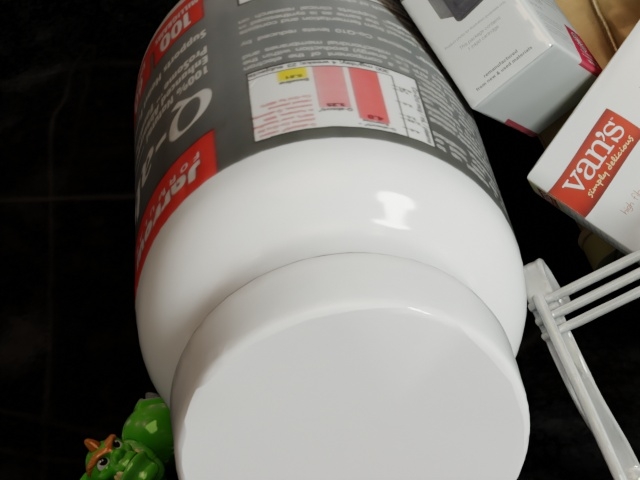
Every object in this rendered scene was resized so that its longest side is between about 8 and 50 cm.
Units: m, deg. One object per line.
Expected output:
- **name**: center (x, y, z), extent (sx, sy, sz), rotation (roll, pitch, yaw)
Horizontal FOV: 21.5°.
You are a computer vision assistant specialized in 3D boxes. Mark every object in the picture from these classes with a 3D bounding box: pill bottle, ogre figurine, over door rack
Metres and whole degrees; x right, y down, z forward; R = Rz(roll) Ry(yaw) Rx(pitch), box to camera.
- **pill bottle**: center (0.000, 0.000, 0.947), extent (0.210, 0.210, 0.363), rotation (-14, 33, 2)
- **ogre figurine**: center (-0.089, 0.163, 0.949), extent (0.118, 0.097, 0.197), rotation (28, 74, 14)
- **over door rack**: center (0.264, 0.108, 0.859), extent (0.239, 0.108, 0.324), rotation (-28, 58, 14)

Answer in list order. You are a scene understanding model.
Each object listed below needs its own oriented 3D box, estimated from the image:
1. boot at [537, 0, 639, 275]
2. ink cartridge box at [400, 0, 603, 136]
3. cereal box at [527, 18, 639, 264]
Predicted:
- **boot**: center (0.216, -0.140, 1.074), extent (0.236, 0.089, 0.269), rotation (-21, 71, -4)
- **ink cartridge box**: center (0.094, -0.146, 1.011), extent (0.063, 0.109, 0.150), rotation (-38, 69, 18)
- **cereal box**: center (0.264, -0.035, 0.970), extent (0.240, 0.047, 0.173), rotation (35, 91, 15)
